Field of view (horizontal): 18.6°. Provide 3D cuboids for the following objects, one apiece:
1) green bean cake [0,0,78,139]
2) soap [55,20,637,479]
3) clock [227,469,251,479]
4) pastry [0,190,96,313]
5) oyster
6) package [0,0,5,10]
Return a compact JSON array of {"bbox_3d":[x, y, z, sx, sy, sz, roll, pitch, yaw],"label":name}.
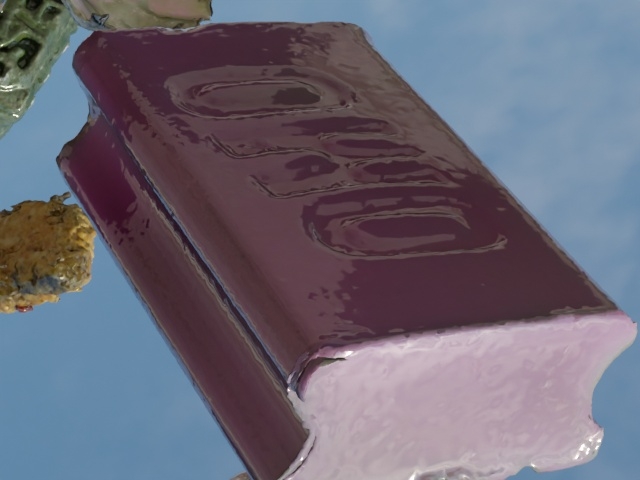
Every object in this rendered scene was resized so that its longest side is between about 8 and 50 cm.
[{"bbox_3d":[-0.275,-0.187,1.521,0.094,0.173,0.181,-33,-156,56],"label":"green bean cake"},{"bbox_3d":[0.000,0.000,0.653,0.122,0.065,0.203,-6,-145,-27],"label":"soap"},{"bbox_3d":[0.026,0.269,1.047,0.322,0.113,0.295,-13,-117,59],"label":"clock"},{"bbox_3d":[-0.214,0.014,1.340,0.140,0.056,0.080,-20,-127,33],"label":"pastry"},{"bbox_3d":[-0.146,-0.179,1.177,0.133,0.209,0.072,-34,172,-48],"label":"oyster"},{"bbox_3d":[-0.169,-0.135,0.741,0.226,0.168,0.090,-57,-168,21],"label":"package"}]
